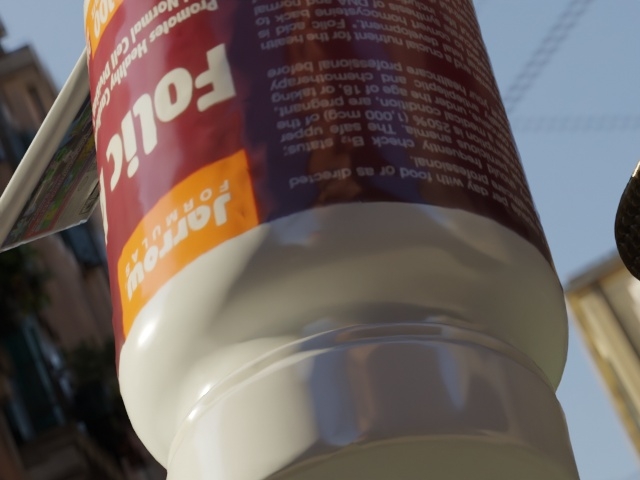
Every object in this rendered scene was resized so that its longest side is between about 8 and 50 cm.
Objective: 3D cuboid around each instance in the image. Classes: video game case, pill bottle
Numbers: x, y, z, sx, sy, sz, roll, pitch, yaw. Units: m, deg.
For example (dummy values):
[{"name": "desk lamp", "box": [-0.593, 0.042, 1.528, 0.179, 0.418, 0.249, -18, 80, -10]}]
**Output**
[{"name": "video game case", "box": [-0.198, -0.087, 1.638, 0.201, 0.023, 0.183, -57, -10, 18]}, {"name": "pill bottle", "box": [0.000, 0.000, 1.001, 0.224, 0.392, 0.224, -7, -42, -6]}]

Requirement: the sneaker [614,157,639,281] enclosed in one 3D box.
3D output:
[{"name": "sneaker", "box": [0.187, -0.060, 0.805, 0.071, 0.066, 0.188, -17, -32, -41]}]
